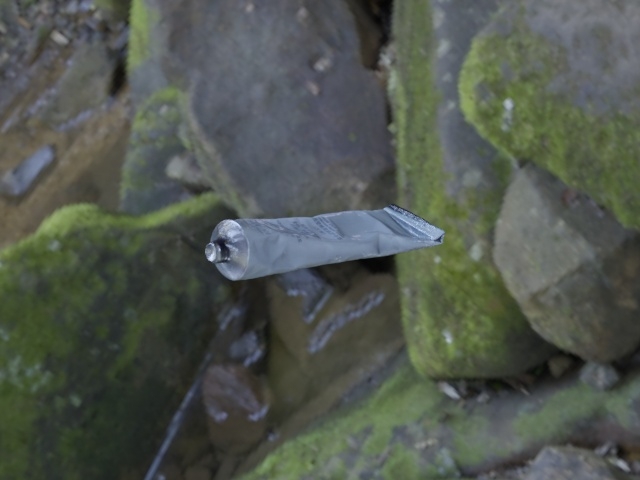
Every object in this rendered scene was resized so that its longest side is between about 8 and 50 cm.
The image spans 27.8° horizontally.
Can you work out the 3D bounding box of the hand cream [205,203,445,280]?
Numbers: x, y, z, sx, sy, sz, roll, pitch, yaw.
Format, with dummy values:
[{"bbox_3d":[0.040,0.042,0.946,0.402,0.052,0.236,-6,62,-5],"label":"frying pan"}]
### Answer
[{"bbox_3d":[0.000,0.000,0.428,0.030,0.093,0.019,30,115,42],"label":"hand cream"}]
